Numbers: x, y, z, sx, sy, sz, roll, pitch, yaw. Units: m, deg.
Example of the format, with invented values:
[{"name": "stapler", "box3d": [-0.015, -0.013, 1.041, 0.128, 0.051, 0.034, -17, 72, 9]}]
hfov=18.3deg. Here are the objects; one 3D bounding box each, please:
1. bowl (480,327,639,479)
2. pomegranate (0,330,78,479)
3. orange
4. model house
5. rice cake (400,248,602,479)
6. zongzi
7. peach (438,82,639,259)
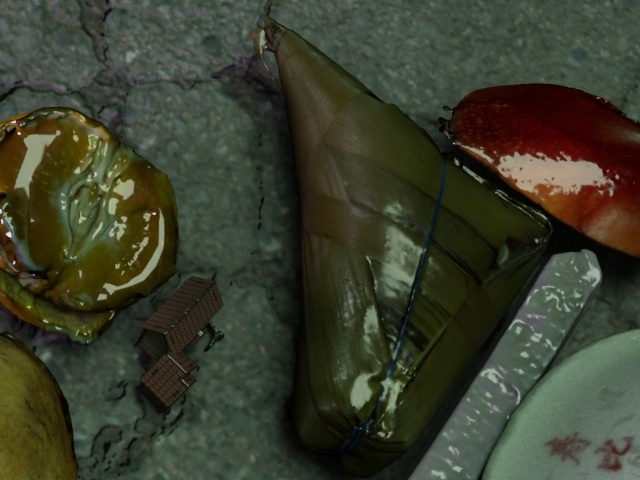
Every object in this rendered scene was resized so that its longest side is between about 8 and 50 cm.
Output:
[{"name": "bowl", "box3d": [0.330, 0.256, 1.389, 0.435, 0.196, 0.434, 9, 73, -31]}, {"name": "pomegranate", "box3d": [-0.277, 0.149, 1.231, 0.260, 0.260, 0.260, 8, 65, -18]}, {"name": "orange", "box3d": [-0.185, -0.015, 1.412, 0.160, 0.112, 0.169, -12, 105, -31]}, {"name": "model house", "box3d": [-0.102, 0.073, 1.435, 0.057, 0.058, 0.083, 44, 59, 1]}, {"name": "rice cake", "box3d": [0.116, 0.134, 1.467, 0.050, 0.106, 0.298, 32, 60, 7]}, {"name": "zongzi", "box3d": [0.000, 0.000, 1.468, 0.289, 0.123, 0.260, 40, 57, -2]}, {"name": "peach", "box3d": [0.210, -0.073, 1.561, 0.279, 0.068, 0.189, 13, 33, -41]}]
